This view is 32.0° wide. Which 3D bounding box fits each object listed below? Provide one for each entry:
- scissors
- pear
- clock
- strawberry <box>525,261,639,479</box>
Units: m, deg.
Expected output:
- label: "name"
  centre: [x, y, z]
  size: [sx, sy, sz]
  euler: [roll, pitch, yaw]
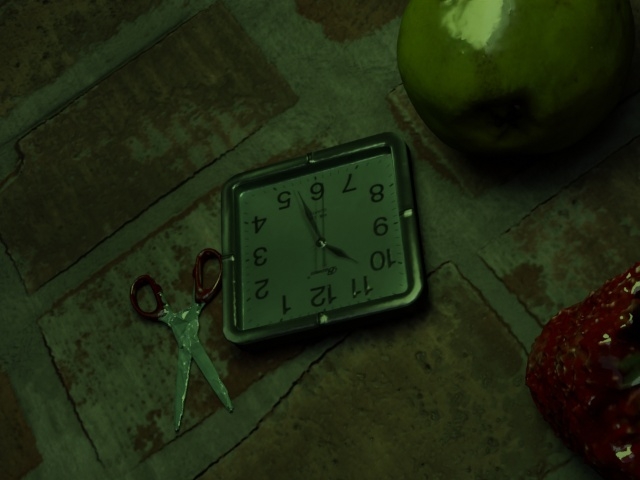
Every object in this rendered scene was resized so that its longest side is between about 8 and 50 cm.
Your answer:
- label: "scissors"
  centre: [-0.177, 0.132, 1.490]
  size: [0.144, 0.017, 0.247]
  euler: [-22, 56, 10]
- label: "pear"
  centre: [0.248, -0.263, 1.402]
  size: [0.287, 0.287, 0.375]
  euler: [-4, 40, 21]
- label: "clock"
  centre: [0.000, 0.000, 1.473]
  size: [0.273, 0.049, 0.278]
  euler: [-14, 56, 16]
- label: "strawberry"
  centre: [0.358, 0.139, 1.157]
  size: [0.261, 0.257, 0.261]
  euler: [0, 79, -1]
